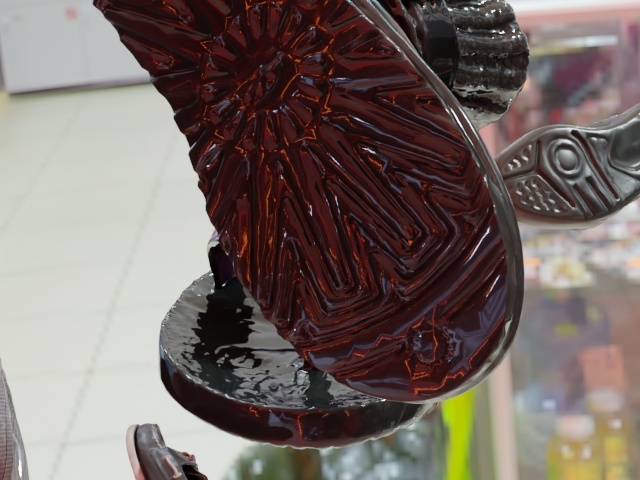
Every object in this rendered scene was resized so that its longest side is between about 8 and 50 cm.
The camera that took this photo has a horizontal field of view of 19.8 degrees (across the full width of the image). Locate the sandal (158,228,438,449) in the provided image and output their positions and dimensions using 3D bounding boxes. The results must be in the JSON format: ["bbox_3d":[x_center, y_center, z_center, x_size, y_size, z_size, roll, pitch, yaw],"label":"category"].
[{"bbox_3d":[-0.002,-0.001,1.144,0.167,0.107,0.446,1,20,5],"label":"sandal"}]

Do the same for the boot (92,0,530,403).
[{"bbox_3d":[0.037,-0.067,0.976,0.131,0.348,0.260,-38,-23,21],"label":"boot"}]

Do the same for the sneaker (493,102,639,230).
[{"bbox_3d":[0.195,-0.044,1.459,0.227,0.087,0.130,-23,-9,-41],"label":"sneaker"}]

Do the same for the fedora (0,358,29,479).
[{"bbox_3d":[-0.285,0.177,1.371,0.124,0.244,0.275,-2,51,-3],"label":"fedora"}]

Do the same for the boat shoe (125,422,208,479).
[{"bbox_3d":[-0.076,0.131,0.957,0.038,0.046,0.125,-22,25,-1],"label":"boat shoe"}]
